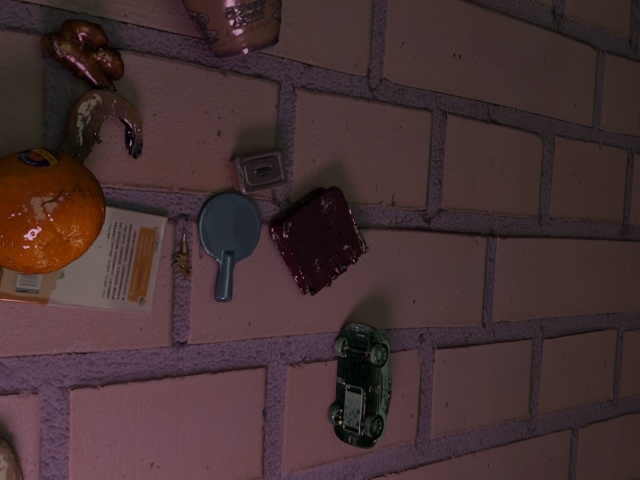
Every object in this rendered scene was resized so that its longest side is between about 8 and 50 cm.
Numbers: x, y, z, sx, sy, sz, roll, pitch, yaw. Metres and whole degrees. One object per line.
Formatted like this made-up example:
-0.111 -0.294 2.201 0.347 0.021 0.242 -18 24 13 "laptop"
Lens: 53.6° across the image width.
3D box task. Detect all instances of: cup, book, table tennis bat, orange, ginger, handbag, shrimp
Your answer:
-0.171 -0.527 1.307 0.301 0.227 0.257 -56 140 -52 "cup"
-0.453 0.029 1.232 0.295 0.020 0.207 11 87 -35 "book"
-0.203 0.015 1.399 0.153 0.040 0.244 8 85 -34 "table tennis bat"
-0.479 -0.051 1.073 0.219 0.193 0.219 -39 140 -42 "orange"
-0.432 -0.349 1.191 0.103 0.073 0.162 -48 132 -4 "ginger"
-0.002 -0.001 1.518 0.203 0.074 0.216 -39 116 -26 "handbag"
-0.424 -0.177 1.218 0.152 0.046 0.219 23 89 -43 "shrimp"

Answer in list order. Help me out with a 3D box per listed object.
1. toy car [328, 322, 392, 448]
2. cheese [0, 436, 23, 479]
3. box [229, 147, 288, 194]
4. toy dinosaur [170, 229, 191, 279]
0.114 0.359 1.592 0.125 0.136 0.305 6 89 -49 "toy car"
-0.600 0.478 1.120 0.159 0.093 0.263 -16 102 -35 "cheese"
-0.141 -0.155 1.413 0.122 0.062 0.089 -16 103 -32 "box"
-0.295 0.033 1.339 0.041 0.026 0.113 -19 113 -40 "toy dinosaur"
